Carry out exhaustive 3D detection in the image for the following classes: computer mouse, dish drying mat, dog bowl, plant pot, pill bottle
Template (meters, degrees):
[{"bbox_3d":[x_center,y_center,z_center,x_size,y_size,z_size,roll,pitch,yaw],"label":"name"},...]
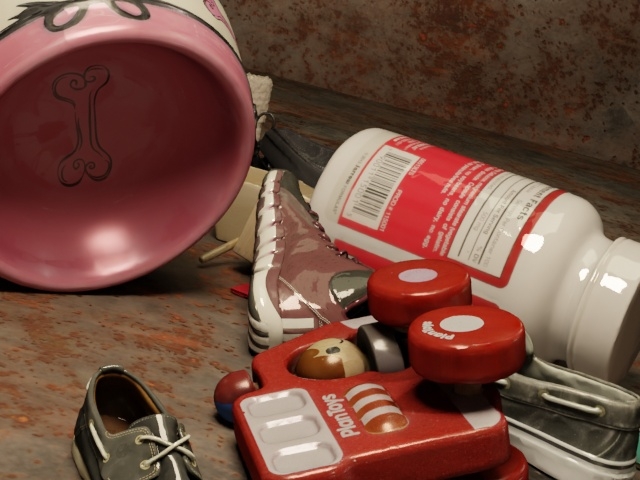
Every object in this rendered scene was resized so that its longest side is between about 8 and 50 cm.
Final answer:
[{"bbox_3d":[-0.032,-0.088,1.846,0.272,0.188,0.072,24,49,29],"label":"computer mouse"},{"bbox_3d":[-0.079,0.061,1.547,0.032,0.008,0.083,21,17,25],"label":"dish drying mat"},{"bbox_3d":[-0.252,-0.116,1.330,0.408,0.408,0.150,4,36,-36],"label":"dog bowl"},{"bbox_3d":[-0.097,-0.044,1.743,0.109,0.096,0.109,17,15,5],"label":"plant pot"},{"bbox_3d":[0.199,0.025,1.517,0.408,0.229,0.229,22,16,25],"label":"pill bottle"}]

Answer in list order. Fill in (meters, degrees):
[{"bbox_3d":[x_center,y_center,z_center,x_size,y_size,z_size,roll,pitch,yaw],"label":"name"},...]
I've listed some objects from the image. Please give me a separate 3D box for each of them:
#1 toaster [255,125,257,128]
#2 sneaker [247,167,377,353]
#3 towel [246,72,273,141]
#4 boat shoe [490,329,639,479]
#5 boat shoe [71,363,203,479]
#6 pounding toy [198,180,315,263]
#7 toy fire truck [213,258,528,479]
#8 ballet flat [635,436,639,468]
[{"bbox_3d":[-0.193,-0.136,1.849,0.110,0.168,0.186,2,20,-36],"label":"toaster"},{"bbox_3d":[0.004,0.025,1.417,0.162,0.106,0.281,2,43,0],"label":"sneaker"},{"bbox_3d":[-0.216,-0.201,2.033,0.282,0.187,0.049,5,13,-30],"label":"towel"},{"bbox_3d":[0.191,0.140,1.292,0.335,0.119,0.121,24,17,31],"label":"boat shoe"},{"bbox_3d":[-0.132,0.174,0.943,0.084,0.079,0.233,7,18,-32],"label":"boat shoe"},{"bbox_3d":[-0.065,-0.011,1.617,0.100,0.141,0.130,30,9,17],"label":"pounding toy"},{"bbox_3d":[0.038,0.140,1.112,0.254,0.169,0.302,-9,19,-13],"label":"toy fire truck"},{"bbox_3d":[0.396,0.236,1.272,0.168,0.057,0.052,26,9,36],"label":"ballet flat"}]
